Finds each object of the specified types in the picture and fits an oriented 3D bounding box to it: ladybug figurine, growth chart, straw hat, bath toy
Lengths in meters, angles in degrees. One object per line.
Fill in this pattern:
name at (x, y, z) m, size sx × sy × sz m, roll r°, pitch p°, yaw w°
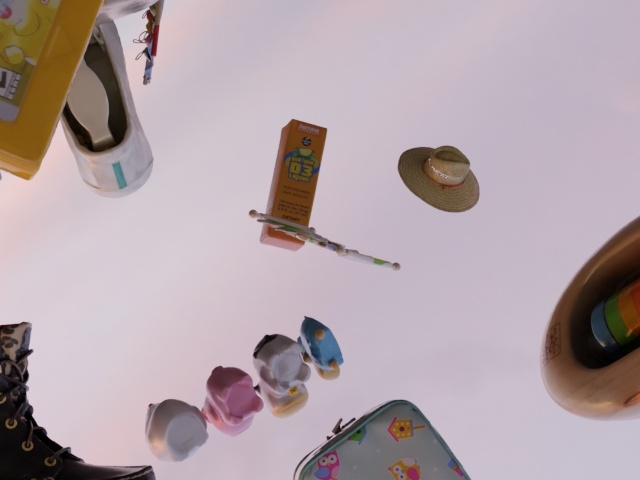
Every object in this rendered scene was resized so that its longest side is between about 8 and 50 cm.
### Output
ladybug figurine at (0.495, 0.114, 1.784) m, size 0.449 × 0.162 × 0.305 m, roll -40°, pitch -145°, yaw 47°
growth chart at (0.000, 0.000, 2.082) m, size 0.237 × 0.172 × 0.021 m, roll 23°, pitch -85°, yaw 42°
straw hat at (0.199, -0.116, 1.946) m, size 0.144 × 0.144 × 0.061 m, roll -60°, pitch 179°, yaw -45°
bath toy at (-0.132, 0.246, 1.969) m, size 0.348 × 0.151 × 0.129 m, roll -26°, pitch -157°, yaw -26°

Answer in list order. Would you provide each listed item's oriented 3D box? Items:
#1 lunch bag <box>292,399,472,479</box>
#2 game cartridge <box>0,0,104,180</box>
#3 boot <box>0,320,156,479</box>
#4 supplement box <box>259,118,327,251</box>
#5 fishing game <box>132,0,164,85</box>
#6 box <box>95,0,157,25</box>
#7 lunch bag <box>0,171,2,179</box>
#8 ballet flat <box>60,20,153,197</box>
lunch bag at (0.100, 0.370, 1.705) m, size 0.224 × 0.279 × 0.108 m, roll -35°, pitch 179°, yaw -5°
game cartridge at (-0.401, -0.250, 1.280) m, size 0.052 × 0.323 × 0.285 m, roll -30°, pitch -139°, yaw 61°
boot at (-0.420, 0.257, 1.739) m, size 0.377 × 0.284 × 0.138 m, roll -6°, pitch 177°, yaw 16°
supplement box at (-0.050, -0.103, 2.289) m, size 0.080 × 0.078 × 0.233 m, roll 139°, pitch -38°, yaw -71°
fishing game at (-0.254, -0.329, 1.830) m, size 0.041 × 0.189 × 0.264 m, roll 7°, pitch 180°, yaw -10°
box at (-0.295, -0.421, 1.473) m, size 0.121 × 0.311 × 0.148 m, roll -26°, pitch -171°, yaw -32°
lunch bag at (-0.549, -0.190, 1.646) m, size 0.169 × 0.235 × 0.287 m, roll -24°, pitch 167°, yaw 9°
ballet flat at (-0.332, -0.247, 1.675) m, size 0.139 × 0.400 × 0.139 m, roll -22°, pitch 160°, yaw -8°
